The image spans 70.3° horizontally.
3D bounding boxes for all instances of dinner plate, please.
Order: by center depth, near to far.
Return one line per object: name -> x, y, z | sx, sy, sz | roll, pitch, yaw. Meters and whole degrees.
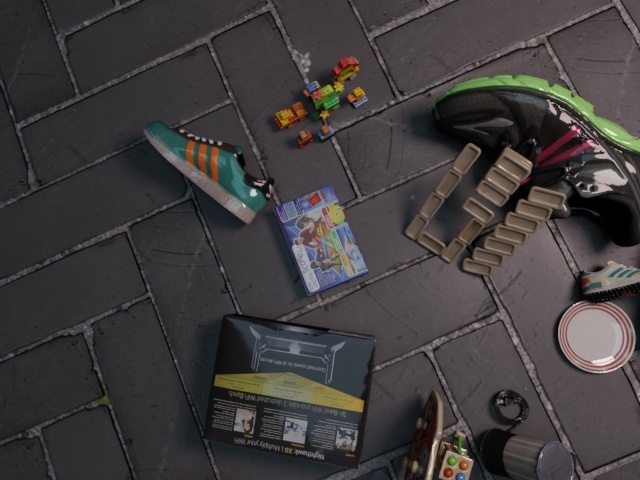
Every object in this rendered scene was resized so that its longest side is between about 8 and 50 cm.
dinner plate -> 0.534, 0.185, 0.884 | 0.141, 0.017, 0.141 | -1, 82, 6

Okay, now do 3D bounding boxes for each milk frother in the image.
milk frother -> 0.373, 0.356, 0.819 | 0.129, 0.135, 0.143 | -12, 84, -27

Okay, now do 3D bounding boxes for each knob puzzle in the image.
knob puzzle -> 0.178, 0.361, 0.821 | 0.030, 0.213, 0.213 | 19, 85, 8

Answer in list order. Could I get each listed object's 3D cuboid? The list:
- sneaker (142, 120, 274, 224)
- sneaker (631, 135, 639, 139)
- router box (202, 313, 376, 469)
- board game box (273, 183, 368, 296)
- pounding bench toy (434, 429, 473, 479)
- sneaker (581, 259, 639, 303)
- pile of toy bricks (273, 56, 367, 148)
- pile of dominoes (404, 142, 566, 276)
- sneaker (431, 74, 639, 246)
sneaker -> -0.231, -0.170, 0.965 | 0.302, 0.108, 0.121 | 39, 87, 1
sneaker -> 0.659, -0.157, 0.902 | 0.135, 0.052, 0.058 | 25, 96, 16
router box -> -0.057, 0.288, 0.899 | 0.309, 0.081, 0.243 | 8, 84, 7
board game box -> 0.000, 0.000, 0.951 | 0.136, 0.035, 0.201 | -22, 81, 3
pounding bench toy -> 0.257, 0.408, 0.860 | 0.052, 0.065, 0.083 | 18, 85, 8
sneaker -> 0.570, 0.064, 0.845 | 0.161, 0.057, 0.075 | -22, 46, 37
pile of toy bricks -> 0.007, -0.291, 0.951 | 0.212, 0.105, 0.118 | -32, 81, 1
pile of dominoes -> 0.307, -0.054, 0.870 | 0.196, 0.040, 0.251 | 35, 130, 7
sneaker -> 0.425, -0.148, 0.853 | 0.483, 0.185, 0.202 | 29, 83, 10
